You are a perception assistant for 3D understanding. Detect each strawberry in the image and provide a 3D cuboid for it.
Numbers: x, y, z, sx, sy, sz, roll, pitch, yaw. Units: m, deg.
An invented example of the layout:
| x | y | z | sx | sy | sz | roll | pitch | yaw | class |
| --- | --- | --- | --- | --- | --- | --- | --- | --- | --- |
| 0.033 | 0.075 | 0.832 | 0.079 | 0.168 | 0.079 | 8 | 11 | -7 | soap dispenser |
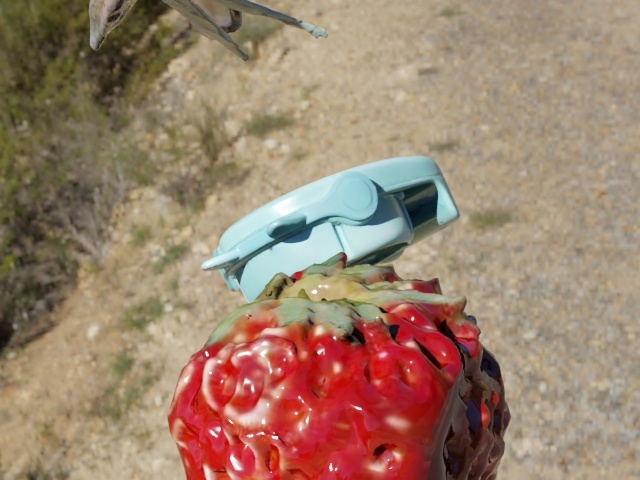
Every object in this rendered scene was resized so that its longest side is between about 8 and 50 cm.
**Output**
| x | y | z | sx | sy | sz | roll | pitch | yaw | class |
| --- | --- | --- | --- | --- | --- | --- | --- | --- | --- |
| 0.021 | 0.203 | 1.035 | 0.295 | 0.344 | 0.317 | -5 | 14 | -7 | strawberry |

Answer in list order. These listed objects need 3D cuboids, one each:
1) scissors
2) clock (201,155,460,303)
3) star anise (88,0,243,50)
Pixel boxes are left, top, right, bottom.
| x | y | z | sx | sy | sz | roll | pitch | yaw | class |
| --- | --- | --- | --- | --- | --- | --- | --- | --- | --- |
| -0.108 | -0.166 | 0.741 | 0.144 | 0.248 | 0.017 | -6 | 70 | 43 | scissors |
| 0.000 | 0.000 | 1.261 | 0.224 | 0.094 | 0.274 | -30 | -8 | 36 | clock |
| -0.154 | -0.321 | 1.053 | 0.315 | 0.315 | 0.108 | -9 | 9 | -1 | star anise |
